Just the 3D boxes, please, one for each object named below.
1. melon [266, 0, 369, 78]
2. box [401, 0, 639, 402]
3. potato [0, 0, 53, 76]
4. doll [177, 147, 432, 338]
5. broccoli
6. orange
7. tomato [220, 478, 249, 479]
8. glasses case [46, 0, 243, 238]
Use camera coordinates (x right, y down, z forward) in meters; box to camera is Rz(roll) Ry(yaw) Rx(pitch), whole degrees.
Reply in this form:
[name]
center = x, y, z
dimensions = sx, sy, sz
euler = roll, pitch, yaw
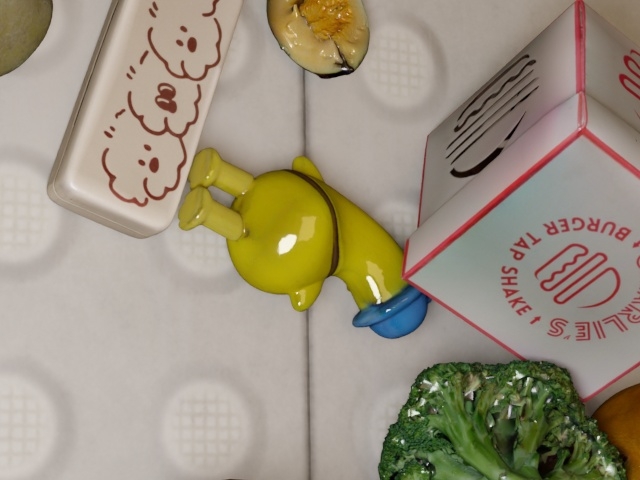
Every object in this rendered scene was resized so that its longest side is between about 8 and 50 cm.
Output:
[melon]
center = -0.001, -0.282, 1.869
dimensions = 0.128, 0.079, 0.160
euler = -36, 98, -47
[box]
center = 0.321, -0.049, 1.812
dimensions = 0.312, 0.314, 0.300
euler = 34, 37, -19
[potato]
center = -0.408, -0.257, 1.593
dimensions = 0.235, 0.160, 0.178
euler = -13, 48, -16
[doll]
center = 0.000, 0.000, 1.775
dimensions = 0.363, 0.145, 0.200
euler = 26, 61, -30
[broccoli]
center = 0.222, 0.288, 1.764
dimensions = 0.307, 0.275, 0.308
euler = -2, 96, -15
[orange]
center = 0.425, 0.294, 1.895
dimensions = 0.183, 0.249, 0.249
euler = 6, 77, -34
[tomato]
center = -0.084, 0.405, 1.551
dimensions = 0.289, 0.325, 0.293
euler = 35, 73, 10
[glasses case]
center = -0.202, -0.178, 1.732
dimensions = 0.144, 0.076, 0.337
euler = 23, 70, -23
